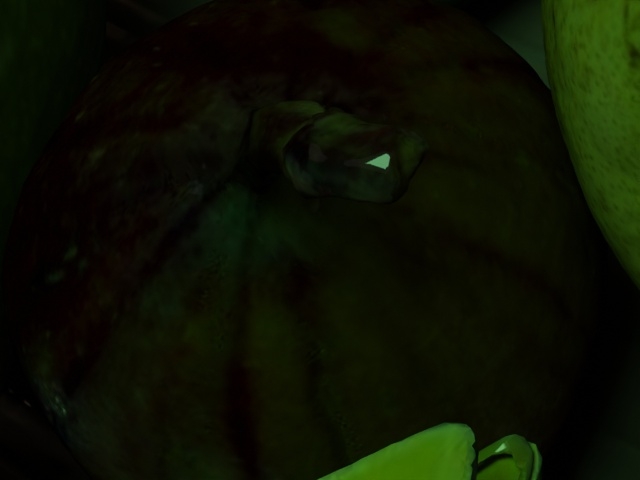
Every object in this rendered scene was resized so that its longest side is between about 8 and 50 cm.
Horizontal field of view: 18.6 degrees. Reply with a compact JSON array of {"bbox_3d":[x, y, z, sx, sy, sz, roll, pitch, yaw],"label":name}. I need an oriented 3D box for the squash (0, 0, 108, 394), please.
[{"bbox_3d":[-0.171,-0.053,0.562,0.310,0.310,0.309,23,64,35],"label":"squash"}]

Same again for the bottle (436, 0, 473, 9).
[{"bbox_3d":[0.114,-0.161,0.581,0.253,0.079,0.096,-36,91,6],"label":"bottle"}]

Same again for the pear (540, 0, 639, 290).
[{"bbox_3d":[0.151,-0.055,0.435,0.197,0.197,0.197,-12,59,22],"label":"pear"}]

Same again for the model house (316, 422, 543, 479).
[{"bbox_3d":[-0.002,0.193,0.353,0.357,0.242,0.313,30,77,38],"label":"model house"}]

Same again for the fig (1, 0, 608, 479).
[{"bbox_3d":[-0.014,0.005,0.484,0.149,0.202,0.148,-49,58,16],"label":"fig"}]
